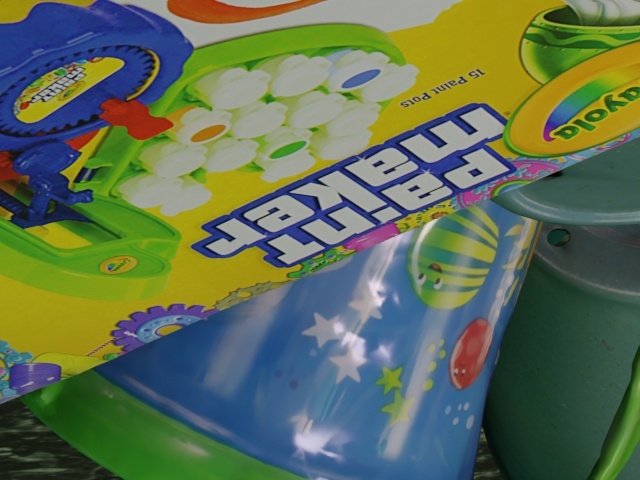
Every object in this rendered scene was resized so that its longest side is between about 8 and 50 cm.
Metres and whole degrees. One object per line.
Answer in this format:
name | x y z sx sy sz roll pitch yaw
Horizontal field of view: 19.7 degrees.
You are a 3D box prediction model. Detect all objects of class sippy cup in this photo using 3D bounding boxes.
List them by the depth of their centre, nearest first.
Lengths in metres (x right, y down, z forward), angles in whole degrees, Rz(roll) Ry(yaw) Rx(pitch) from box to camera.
sippy cup | 0.000 0.000 0.860 0.305 0.224 0.240 22 -170 -18

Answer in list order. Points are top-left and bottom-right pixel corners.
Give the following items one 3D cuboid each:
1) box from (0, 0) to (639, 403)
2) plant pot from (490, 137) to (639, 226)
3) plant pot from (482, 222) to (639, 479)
box | -0.090 -0.108 0.445 0.290 0.177 0.279 -23 147 27
plant pot | 0.112 -0.118 0.658 0.290 0.195 0.290 -7 161 -2
plant pot | 0.202 0.013 1.013 0.271 0.271 0.255 -10 146 9
